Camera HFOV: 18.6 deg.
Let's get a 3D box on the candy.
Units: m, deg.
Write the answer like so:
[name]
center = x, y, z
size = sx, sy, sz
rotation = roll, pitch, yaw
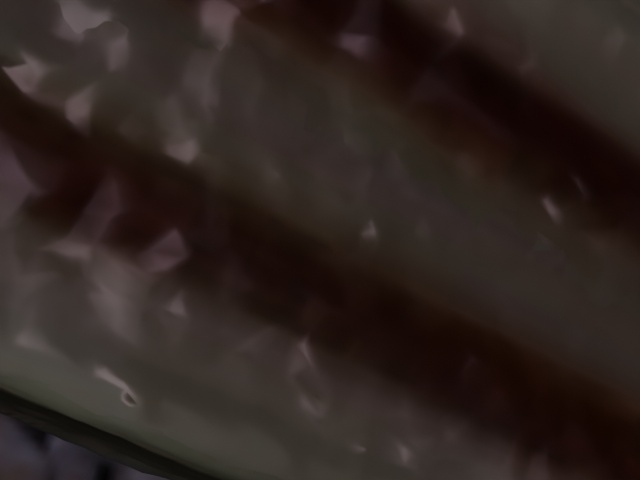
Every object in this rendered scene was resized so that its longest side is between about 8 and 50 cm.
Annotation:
[candy]
center = 0.000, 0.000, 0.455
size = 0.321, 0.179, 0.135
rotation = 28, 79, -33
